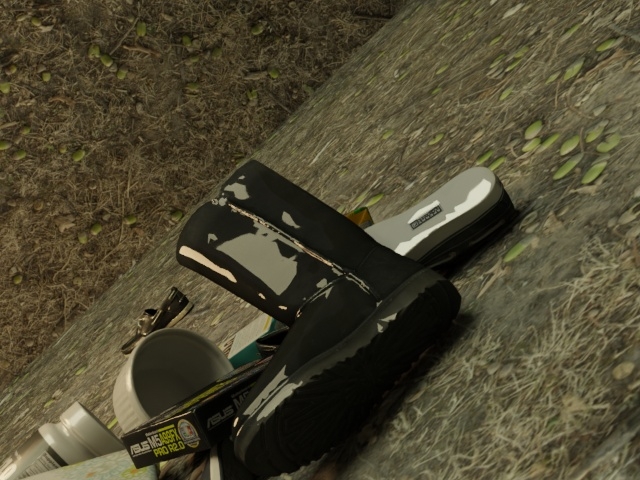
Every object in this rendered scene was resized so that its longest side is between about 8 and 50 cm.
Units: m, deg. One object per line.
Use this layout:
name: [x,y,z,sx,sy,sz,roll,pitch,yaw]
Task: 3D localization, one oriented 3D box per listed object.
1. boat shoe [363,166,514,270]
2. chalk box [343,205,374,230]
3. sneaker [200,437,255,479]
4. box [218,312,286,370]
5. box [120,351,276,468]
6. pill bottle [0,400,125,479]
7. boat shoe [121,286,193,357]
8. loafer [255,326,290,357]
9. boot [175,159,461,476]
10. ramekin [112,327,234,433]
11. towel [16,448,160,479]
boat shoe: [0.155,0.007,1.423,0.301,0.102,0.108,-35,38,10]
chalk box: [0.000,0.046,1.597,0.132,0.132,0.213,-27,4,-36]
sneaker: [-0.174,0.370,1.271,0.163,0.086,0.226,-37,16,11]
box: [-0.157,0.223,1.703,0.244,0.060,0.100,-37,15,21]
box: [-0.136,0.242,1.410,0.270,0.060,0.216,-26,0,-42]
pill bottle: [-0.524,0.456,1.794,0.283,0.161,0.161,-46,15,-14]
boat shoe: [-0.441,0.215,2.451,0.233,0.079,0.084,-41,16,10]
loafer: [-0.020,0.152,1.509,0.223,0.078,0.076,-30,17,38]
boot: [-0.081,0.085,1.329,0.367,0.146,0.445,-37,46,-21]
ramekin: [-0.247,0.261,1.567,0.109,0.207,0.207,-42,11,40]
towel: [-0.395,0.439,1.417,0.320,0.090,0.374,-12,11,-11]
